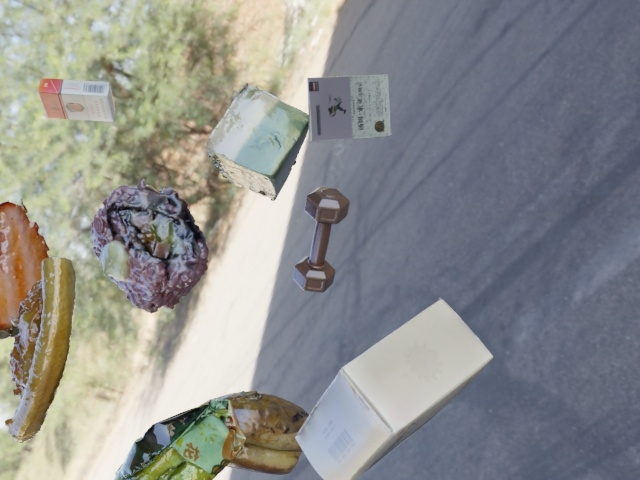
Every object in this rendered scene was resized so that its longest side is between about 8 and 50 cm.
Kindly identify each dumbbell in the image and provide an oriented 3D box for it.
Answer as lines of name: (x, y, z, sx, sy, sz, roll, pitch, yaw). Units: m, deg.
dumbbell: (0.000, 0.000, 1.631, 0.082, 0.092, 0.231, -96, 15, -59)

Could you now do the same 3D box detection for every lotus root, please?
lotus root: (-0.159, 0.433, 1.757, 0.193, 0.290, 0.193, -163, 90, -70)

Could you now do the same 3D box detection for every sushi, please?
sushi: (-0.372, 0.014, 1.683, 0.236, 0.270, 0.171, -26, -16, -33)

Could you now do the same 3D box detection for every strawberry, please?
strawberry: (-0.683, 0.084, 1.592, 0.150, 0.280, 0.253, -18, 10, 34)

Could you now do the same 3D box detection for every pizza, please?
pizza: (-0.382, 0.144, 1.043, 0.134, 0.056, 0.271, 42, 117, 40)

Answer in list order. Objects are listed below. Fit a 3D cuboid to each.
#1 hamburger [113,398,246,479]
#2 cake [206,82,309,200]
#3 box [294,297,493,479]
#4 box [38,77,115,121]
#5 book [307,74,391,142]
hamburger: (-0.241, 0.358, 1.206, 0.214, 0.125, 0.235, -49, -7, 33)
cake: (-0.151, -0.148, 1.599, 0.172, 0.158, 0.284, -60, -3, -39)
box: (0.079, 0.186, 0.904, 0.168, 0.095, 0.212, -28, -22, -31)
box: (-0.550, -0.318, 1.748, 0.100, 0.152, 0.048, 102, 167, -60)
book: (0.058, -0.264, 1.533, 0.014, 0.181, 0.127, -160, 65, -64)
